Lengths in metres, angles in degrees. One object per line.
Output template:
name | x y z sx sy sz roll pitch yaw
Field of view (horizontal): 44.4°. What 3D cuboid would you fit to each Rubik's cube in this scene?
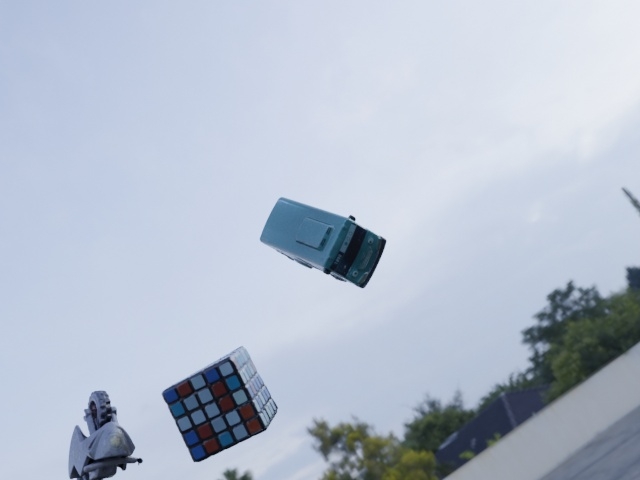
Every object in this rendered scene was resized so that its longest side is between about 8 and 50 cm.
Rubik's cube | -0.226 0.371 1.789 0.187 0.184 0.182 -29 -2 5

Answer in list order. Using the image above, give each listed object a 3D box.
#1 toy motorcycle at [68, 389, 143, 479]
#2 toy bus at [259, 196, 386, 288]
toy motorcycle | -0.308 0.325 1.106 0.080 0.122 0.215 2 -76 -32
toy bus | 0.000 0.000 1.657 0.147 0.256 0.128 29 -96 -40
